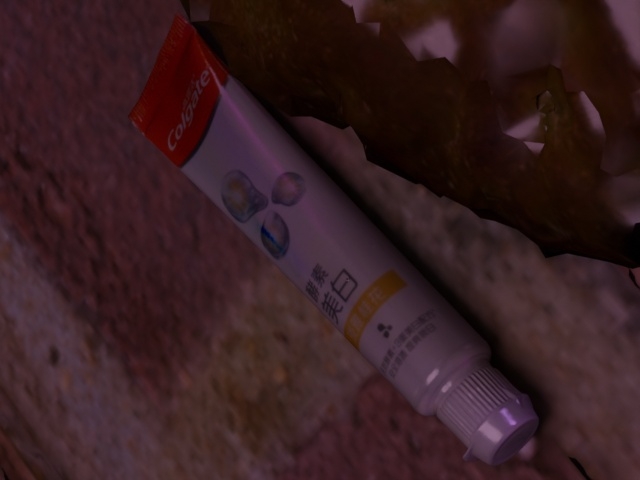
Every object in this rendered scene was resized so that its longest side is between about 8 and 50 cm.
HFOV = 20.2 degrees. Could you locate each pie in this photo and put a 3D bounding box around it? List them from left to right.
[{"bbox_3d":[0.077,-0.162,0.449,0.288,0.103,0.355,56,131,15],"label":"pie"}]

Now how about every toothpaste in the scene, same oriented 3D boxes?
[{"bbox_3d":[0.000,0.000,0.592,0.190,0.031,0.048,46,127,25],"label":"toothpaste"}]
